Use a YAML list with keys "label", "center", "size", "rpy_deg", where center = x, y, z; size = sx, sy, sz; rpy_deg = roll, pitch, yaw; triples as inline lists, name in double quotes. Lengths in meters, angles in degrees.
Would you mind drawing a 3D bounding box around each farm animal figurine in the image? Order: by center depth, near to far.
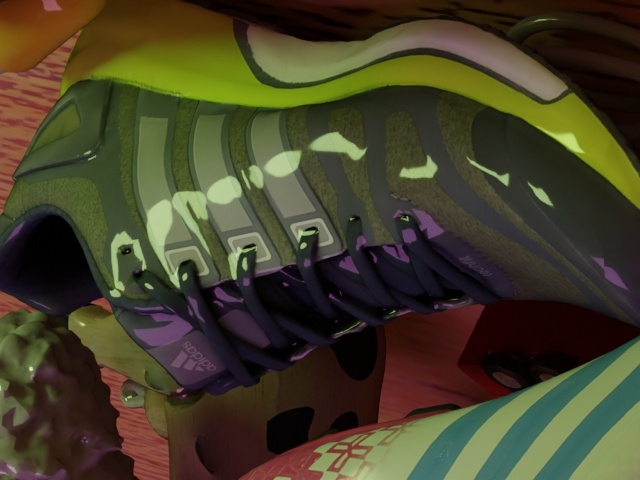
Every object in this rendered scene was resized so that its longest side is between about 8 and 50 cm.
- label: "farm animal figurine"
  center: [-0.003, 0.139, 0.856]
  size: [0.172, 0.330, 0.327]
  rpy_deg: [-1, 110, 34]

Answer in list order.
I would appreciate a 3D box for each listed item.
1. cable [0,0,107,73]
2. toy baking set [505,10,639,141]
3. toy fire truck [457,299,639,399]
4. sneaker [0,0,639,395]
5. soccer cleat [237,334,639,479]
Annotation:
- label: "cable"
  center: [-0.058, -0.127, 0.614]
  size: [0.287, 0.072, 0.139]
  rpy_deg: [-10, 120, 36]
- label: "toy baking set"
  center: [0.157, -0.023, 0.594]
  size: [0.196, 0.030, 0.256]
  rpy_deg: [-3, 142, 48]
- label: "toy fire truck"
  center: [0.127, 0.064, 0.756]
  size: [0.135, 0.047, 0.192]
  rpy_deg: [39, 156, -31]
- label: "sneaker"
  center: [0.000, 0.000, 0.653]
  size: [0.300, 0.121, 0.111]
  rpy_deg: [11, 155, 48]
- label: "soccer cleat"
  center: [0.051, 0.115, 0.619]
  size: [0.331, 0.143, 0.116]
  rpy_deg: [-31, 110, 25]
